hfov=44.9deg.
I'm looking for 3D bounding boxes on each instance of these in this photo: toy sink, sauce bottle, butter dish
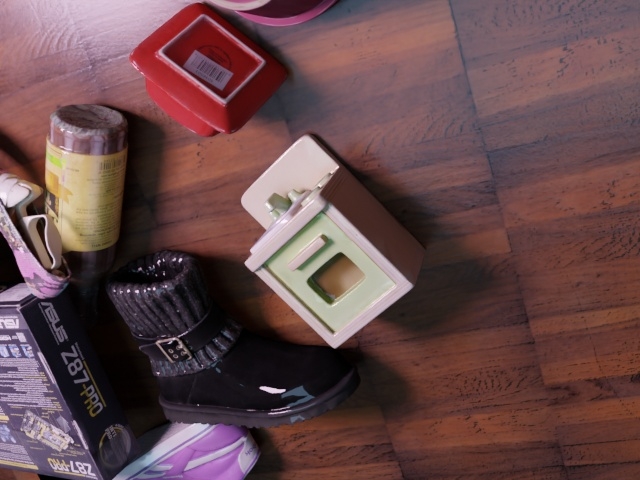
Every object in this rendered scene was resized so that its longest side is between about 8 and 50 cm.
[{"bbox_3d":[0.000,0.000,1.031,0.234,0.131,0.153,46,117,-6],"label":"toy sink"},{"bbox_3d":[-0.348,-0.022,1.132,0.112,0.111,0.344,17,117,8],"label":"sauce bottle"},{"bbox_3d":[-0.152,-0.198,0.996,0.160,0.160,0.118,37,141,-3],"label":"butter dish"}]

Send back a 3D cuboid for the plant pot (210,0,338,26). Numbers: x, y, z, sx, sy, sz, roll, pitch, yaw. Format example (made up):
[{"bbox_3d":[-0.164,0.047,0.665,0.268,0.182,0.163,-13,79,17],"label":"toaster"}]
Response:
[{"bbox_3d":[-0.065,-0.336,0.872,0.201,0.180,0.201,6,114,14],"label":"plant pot"}]

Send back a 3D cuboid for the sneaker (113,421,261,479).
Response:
[{"bbox_3d":[-0.226,0.383,1.288,0.282,0.102,0.161,-30,105,25],"label":"sneaker"}]

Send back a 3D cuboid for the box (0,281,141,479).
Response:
[{"bbox_3d":[-0.504,0.224,1.245,0.395,0.097,0.318,-5,111,35],"label":"box"}]

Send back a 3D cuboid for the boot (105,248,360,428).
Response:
[{"bbox_3d":[-0.133,0.135,1.130,0.348,0.131,0.260,-8,111,20],"label":"boot"}]

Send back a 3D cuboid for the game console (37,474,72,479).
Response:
[{"bbox_3d":[-0.399,0.522,1.391,0.213,0.044,0.361,12,128,39],"label":"game console"}]

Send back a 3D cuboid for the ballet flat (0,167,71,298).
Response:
[{"bbox_3d":[-0.405,-0.027,1.065,0.079,0.077,0.221,-30,89,25],"label":"ballet flat"}]
